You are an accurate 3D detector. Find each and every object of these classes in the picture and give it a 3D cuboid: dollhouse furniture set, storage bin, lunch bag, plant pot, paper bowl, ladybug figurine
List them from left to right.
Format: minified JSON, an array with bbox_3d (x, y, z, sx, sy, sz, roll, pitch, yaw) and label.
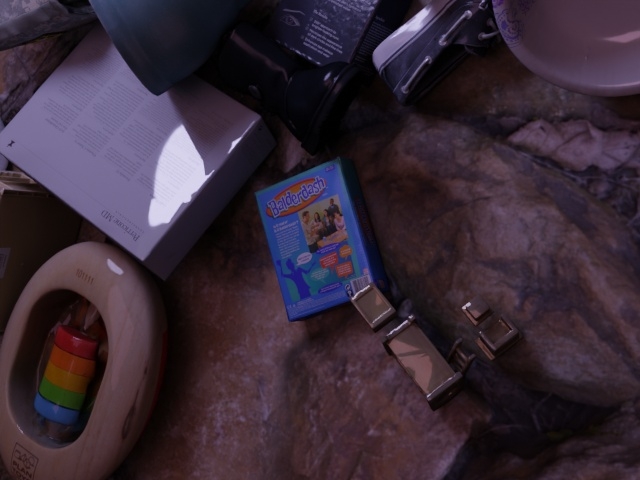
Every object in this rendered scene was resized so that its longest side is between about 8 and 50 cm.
[{"bbox_3d":[-0.546,0.022,1.693,0.123,0.260,0.262,21,98,24],"label":"storage bin"},{"bbox_3d":[-0.459,-0.425,1.653,0.235,0.169,0.287,-11,46,28],"label":"lunch bag"},{"bbox_3d":[-0.383,0.218,1.647,0.305,0.162,0.449,28,101,26],"label":"ladybug figurine"},{"bbox_3d":[-0.220,-0.385,1.457,0.196,0.293,0.293,-25,75,5],"label":"plant pot"},{"bbox_3d":[0.164,0.116,1.408,0.161,0.101,0.182,-37,69,-3],"label":"dollhouse furniture set"},{"bbox_3d":[0.357,-0.330,1.219,0.284,0.148,0.284,9,134,9],"label":"paper bowl"}]

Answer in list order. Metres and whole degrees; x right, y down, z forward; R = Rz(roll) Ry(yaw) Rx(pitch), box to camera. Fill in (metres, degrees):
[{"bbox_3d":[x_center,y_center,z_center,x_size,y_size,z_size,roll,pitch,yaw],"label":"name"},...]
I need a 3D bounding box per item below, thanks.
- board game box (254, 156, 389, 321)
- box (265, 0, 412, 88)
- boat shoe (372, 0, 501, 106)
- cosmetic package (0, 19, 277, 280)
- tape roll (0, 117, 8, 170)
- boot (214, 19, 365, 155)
[{"bbox_3d":[0.000,0.000,1.507,0.160,0.047,0.210,-20,79,27],"label":"board game box"},{"bbox_3d":[0.028,-0.332,1.478,0.156,0.093,0.158,34,105,26],"label":"box"},{"bbox_3d":[0.205,-0.298,1.372,0.301,0.108,0.102,-37,71,26],"label":"boat shoe"},{"bbox_3d":[-0.302,-0.154,1.598,0.377,0.097,0.284,34,78,26],"label":"cosmetic package"},{"bbox_3d":[-0.709,-0.174,1.798,0.169,0.246,0.246,-26,76,25],"label":"tape roll"},{"bbox_3d":[-0.055,-0.236,1.425,0.207,0.246,0.094,40,74,2],"label":"boot"}]
